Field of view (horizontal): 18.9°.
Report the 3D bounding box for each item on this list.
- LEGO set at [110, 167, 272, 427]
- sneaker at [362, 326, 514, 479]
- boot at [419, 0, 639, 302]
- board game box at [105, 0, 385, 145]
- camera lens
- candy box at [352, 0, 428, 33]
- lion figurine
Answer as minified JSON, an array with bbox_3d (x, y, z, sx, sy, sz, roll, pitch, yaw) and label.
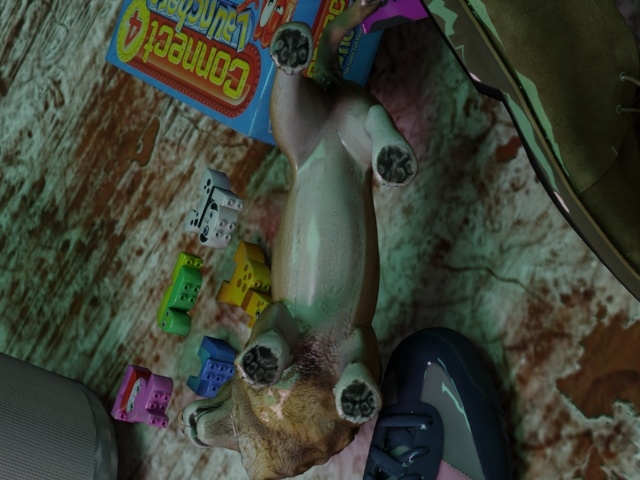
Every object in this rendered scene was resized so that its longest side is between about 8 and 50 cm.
[{"bbox_3d":[-0.083,0.067,1.599,0.093,0.087,0.227,35,107,58],"label":"LEGO set"},{"bbox_3d":[0.064,0.215,1.402,0.112,0.131,0.319,-16,70,45],"label":"sneaker"},{"bbox_3d":[0.189,-0.080,1.313,0.115,0.112,0.305,-32,92,3],"label":"boot"},{"bbox_3d":[-0.040,-0.249,1.573,0.308,0.086,0.302,30,103,58],"label":"board game box"},{"bbox_3d":[-0.331,0.193,1.669,0.219,0.274,0.219,-27,50,38],"label":"camera lens"},{"bbox_3d":[0.120,-0.256,1.369,0.233,0.071,0.159,-16,100,10],"label":"candy box"},{"bbox_3d":[0.000,0.000,1.407,0.240,0.142,0.392,-91,15,-85],"label":"lion figurine"}]
